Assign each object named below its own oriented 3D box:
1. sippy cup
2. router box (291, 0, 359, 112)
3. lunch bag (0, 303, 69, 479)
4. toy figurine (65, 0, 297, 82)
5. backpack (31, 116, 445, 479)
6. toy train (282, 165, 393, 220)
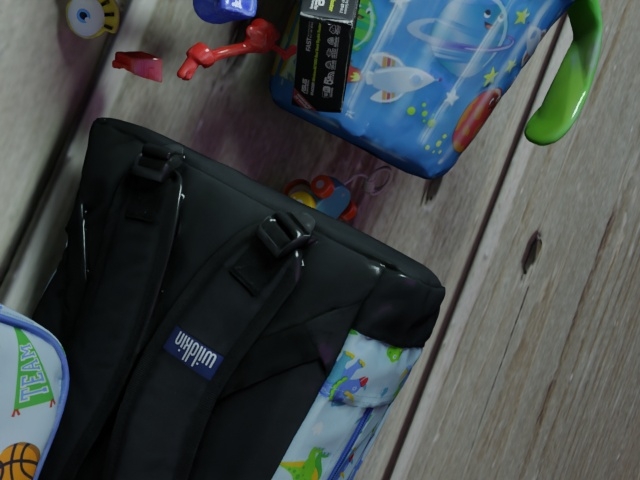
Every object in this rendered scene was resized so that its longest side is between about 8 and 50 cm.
[{"bbox_3d":[0.074,-0.179,1.281,0.224,0.305,0.240,-63,171,2],"label":"sippy cup"},{"bbox_3d":[0.008,-0.165,1.108,0.092,0.038,0.122,98,1,-52],"label":"router box"},{"bbox_3d":[-0.305,0.148,0.987,0.243,0.115,0.303,28,79,-46],"label":"lunch bag"},{"bbox_3d":[-0.040,-0.271,1.028,0.191,0.217,0.362,0,103,-26],"label":"toy figurine"},{"bbox_3d":[-0.095,0.137,1.126,0.355,0.290,0.273,-63,155,-4],"label":"backpack"},{"bbox_3d":[0.000,0.000,1.361,0.125,0.046,0.166,-14,133,-39],"label":"toy train"}]
